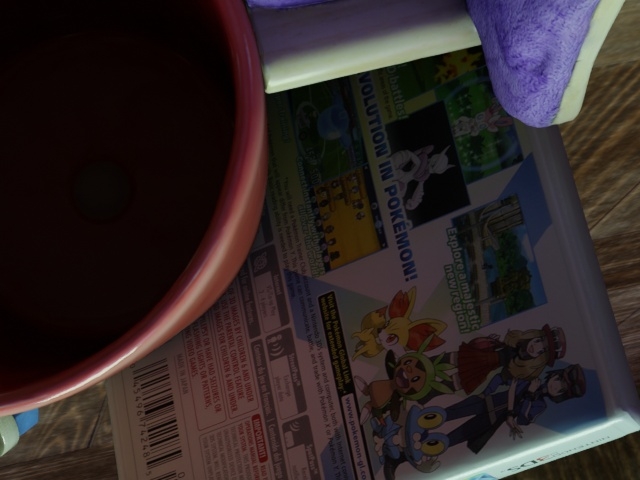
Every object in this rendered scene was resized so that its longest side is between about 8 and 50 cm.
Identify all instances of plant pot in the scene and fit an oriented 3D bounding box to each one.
[{"bbox_3d":[-0.143,-0.042,0.825,0.275,0.275,0.243,-18,172,7],"label":"plant pot"}]

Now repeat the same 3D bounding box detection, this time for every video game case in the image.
[{"bbox_3d":[0.000,0.000,0.928,0.300,0.329,0.036,-23,152,22],"label":"video game case"}]

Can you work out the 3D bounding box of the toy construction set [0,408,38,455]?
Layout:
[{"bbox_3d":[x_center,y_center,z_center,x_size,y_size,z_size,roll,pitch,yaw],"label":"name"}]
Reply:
[{"bbox_3d":[-0.361,0.057,1.050,0.309,0.257,0.237,-28,123,-17],"label":"toy construction set"}]

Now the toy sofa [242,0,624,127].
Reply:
[{"bbox_3d":[0.048,-0.171,0.689,0.150,0.177,0.362,-14,164,-9],"label":"toy sofa"}]
